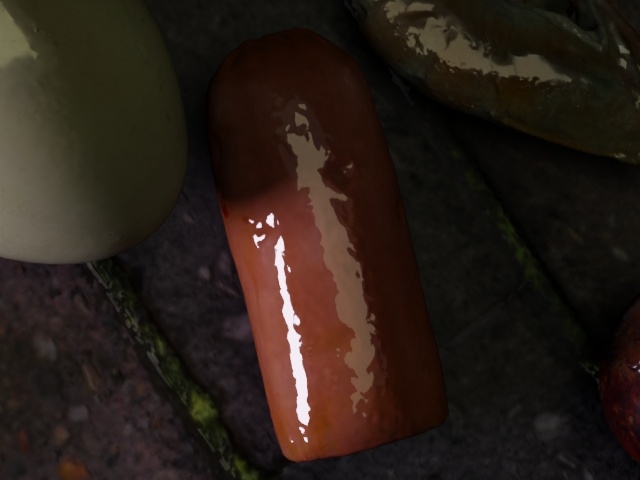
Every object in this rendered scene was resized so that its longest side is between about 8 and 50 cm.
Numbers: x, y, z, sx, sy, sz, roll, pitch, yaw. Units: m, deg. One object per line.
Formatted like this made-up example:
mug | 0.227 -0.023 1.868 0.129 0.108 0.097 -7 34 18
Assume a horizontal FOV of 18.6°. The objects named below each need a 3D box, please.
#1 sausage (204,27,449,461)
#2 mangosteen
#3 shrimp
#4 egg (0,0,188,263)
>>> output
sausage | 0.000 0.000 1.190 0.114 0.113 0.259 -11 85 -24
mangosteen | 0.275 0.095 1.266 0.181 0.146 0.156 24 69 -17
shrimp | 0.164 -0.142 1.308 0.317 0.077 0.168 20 70 -15
egg | -0.182 -0.091 1.087 0.254 0.188 0.188 44 66 -21
